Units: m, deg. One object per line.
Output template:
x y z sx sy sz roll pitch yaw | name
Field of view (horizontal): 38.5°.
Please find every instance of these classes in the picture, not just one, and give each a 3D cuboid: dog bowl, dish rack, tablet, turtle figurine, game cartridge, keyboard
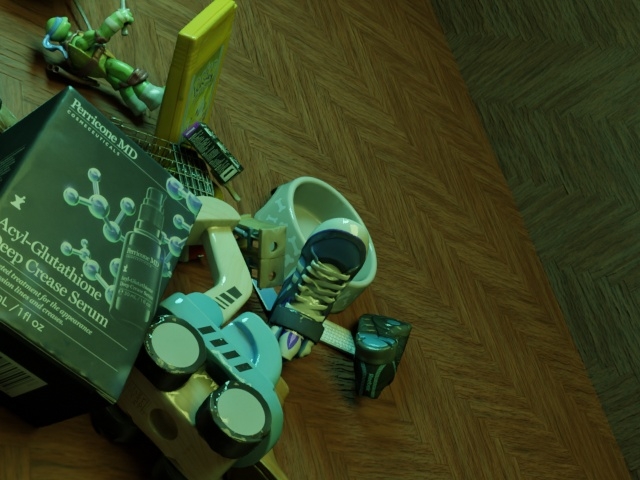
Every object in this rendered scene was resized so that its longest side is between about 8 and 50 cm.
0.000 0.000 2.198 0.348 0.102 0.349 36 35 -30 | dog bowl
-0.341 -0.139 1.771 0.271 0.074 0.208 16 35 -29 | dish rack
-0.115 0.117 1.993 0.054 0.006 0.083 -1 54 -51 | tablet
-0.418 -0.406 1.903 0.266 0.197 0.275 45 34 -24 | turtle figurine
-0.266 -0.332 1.942 0.052 0.324 0.285 23 34 1 | game cartridge
-0.010 0.195 2.072 0.256 0.014 0.072 29 39 -39 | keyboard

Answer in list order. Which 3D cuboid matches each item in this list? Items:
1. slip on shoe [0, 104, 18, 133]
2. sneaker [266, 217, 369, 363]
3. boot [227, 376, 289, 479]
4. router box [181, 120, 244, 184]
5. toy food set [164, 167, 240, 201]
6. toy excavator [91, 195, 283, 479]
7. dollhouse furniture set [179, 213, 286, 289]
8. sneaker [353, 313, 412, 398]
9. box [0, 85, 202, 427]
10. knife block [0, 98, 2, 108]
-0.548 -0.199 1.654 0.135 0.041 0.051 57 29 3 | slip on shoe
-0.014 0.126 1.832 0.130 0.323 0.236 25 51 -12 | sneaker
-0.113 0.348 1.680 0.283 0.109 0.220 42 34 1 | boot
-0.220 -0.183 1.901 0.133 0.046 0.179 50 2 -5 | router box
-0.276 -0.088 1.903 0.217 0.071 0.128 -5 44 -50 | toy food set
-0.191 0.157 1.570 0.433 0.222 0.445 45 37 8 | toy excavator
-0.182 0.030 1.847 0.183 0.129 0.129 -10 109 -42 | dollhouse furniture set
0.130 0.260 2.134 0.341 0.125 0.140 -28 128 -73 | sneaker
-0.400 0.026 1.376 0.293 0.212 0.396 42 44 -28 | box
-0.559 -0.177 1.427 0.088 0.275 0.242 38 63 -27 | knife block
